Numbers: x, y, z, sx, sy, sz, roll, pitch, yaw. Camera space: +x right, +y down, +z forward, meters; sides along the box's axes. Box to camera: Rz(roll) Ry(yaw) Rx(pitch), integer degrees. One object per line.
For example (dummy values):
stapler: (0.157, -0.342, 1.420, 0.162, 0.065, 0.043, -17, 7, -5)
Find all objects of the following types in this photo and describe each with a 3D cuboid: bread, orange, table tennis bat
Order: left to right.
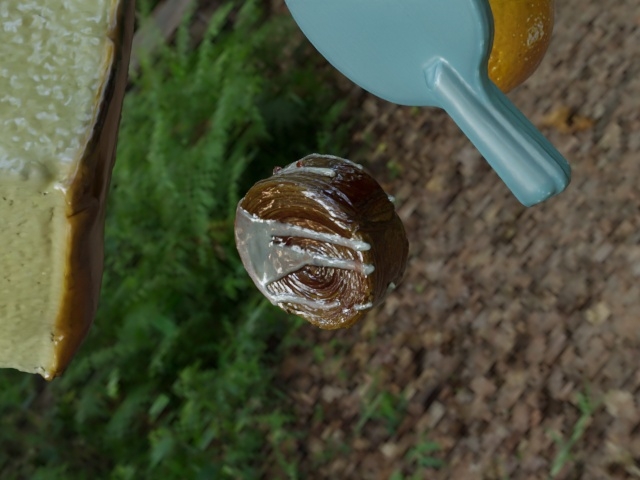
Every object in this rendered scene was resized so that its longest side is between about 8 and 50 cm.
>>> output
bread: (-0.251, -0.087, 1.257, 0.333, 0.143, 0.323, 113, 161, -55)
bread: (0.000, 0.000, 1.284, 0.073, 0.160, 0.160, -39, 5, -42)
table tennis bat: (0.064, -0.115, 0.848, 0.038, 0.237, 0.149, -45, 5, -33)
orange: (0.114, -0.200, 1.223, 0.178, 0.155, 0.177, -5, 43, 5)
